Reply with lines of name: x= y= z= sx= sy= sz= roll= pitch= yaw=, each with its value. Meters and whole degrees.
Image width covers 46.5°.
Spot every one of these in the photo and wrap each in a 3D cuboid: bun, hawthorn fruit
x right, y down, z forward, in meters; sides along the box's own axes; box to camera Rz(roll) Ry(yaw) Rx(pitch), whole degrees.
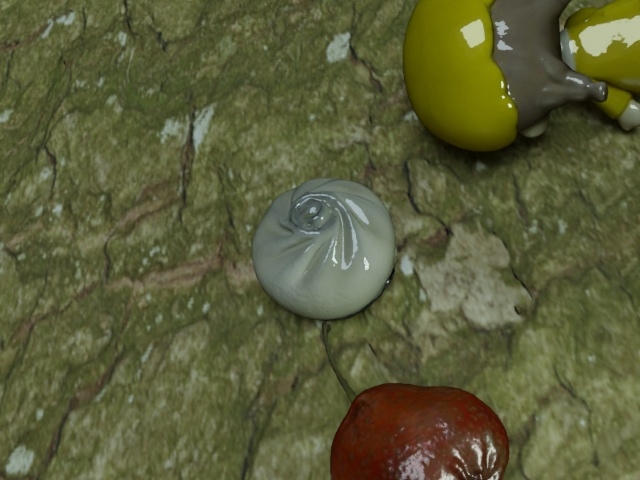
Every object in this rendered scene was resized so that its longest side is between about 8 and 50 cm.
bun: x=0.000 y=0.000 z=0.855 sx=0.172 sy=0.120 sz=0.173 roll=-6 pitch=60 yaw=11
hawthorn fruit: x=0.054 y=0.181 z=0.749 sx=0.165 sy=0.165 sz=0.285 roll=-44 pitch=46 yaw=-10

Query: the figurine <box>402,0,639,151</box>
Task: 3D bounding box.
figurine: x=0.268 y=-0.225 z=0.880 sx=0.343 sy=0.187 sz=0.215 roll=-9 pitch=74 yaw=1
